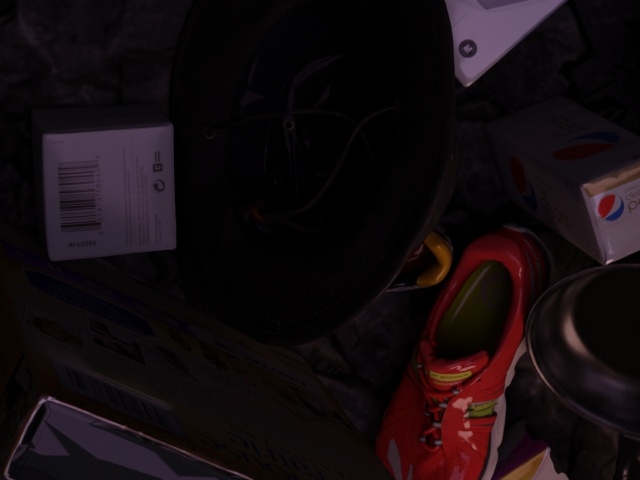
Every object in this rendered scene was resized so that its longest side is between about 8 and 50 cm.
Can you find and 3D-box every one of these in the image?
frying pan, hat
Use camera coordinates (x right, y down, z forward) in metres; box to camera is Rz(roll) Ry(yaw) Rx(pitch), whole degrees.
[{"bbox_3d":[0.285,0.131,1.517,0.197,0.053,0.326,-6,130,28],"label":"frying pan"},{"bbox_3d":[0.024,-0.080,1.390,0.134,0.331,0.331,11,104,-41],"label":"hat"}]

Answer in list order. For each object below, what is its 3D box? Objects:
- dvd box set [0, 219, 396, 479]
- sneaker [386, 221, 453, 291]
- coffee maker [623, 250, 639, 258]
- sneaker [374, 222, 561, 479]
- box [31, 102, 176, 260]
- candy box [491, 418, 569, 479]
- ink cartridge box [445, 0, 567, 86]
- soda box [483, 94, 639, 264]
[{"bbox_3d":[-0.098,0.117,1.322,0.307,0.420,0.062,25,98,-21],"label":"dvd box set"},{"bbox_3d":[0.000,0.000,1.489,0.225,0.093,0.088,-2,107,-14],"label":"sneaker"},{"bbox_3d":[0.312,0.007,1.570,0.171,0.120,0.178,-30,111,-14],"label":"coffee maker"},{"bbox_3d":[0.101,0.114,1.524,0.107,0.118,0.279,21,93,20],"label":"sneaker"},{"bbox_3d":[-0.166,-0.047,1.433,0.102,0.087,0.101,-5,107,-15],"label":"box"},{"bbox_3d":[0.175,0.295,1.635,0.159,0.071,0.233,-34,111,-3],"label":"candy box"},{"bbox_3d":[0.121,-0.269,1.423,0.224,0.045,0.223,-43,93,6],"label":"ink cartridge box"},{"bbox_3d":[0.202,-0.052,1.463,0.074,0.216,0.069,-22,110,-8],"label":"soda box"}]
